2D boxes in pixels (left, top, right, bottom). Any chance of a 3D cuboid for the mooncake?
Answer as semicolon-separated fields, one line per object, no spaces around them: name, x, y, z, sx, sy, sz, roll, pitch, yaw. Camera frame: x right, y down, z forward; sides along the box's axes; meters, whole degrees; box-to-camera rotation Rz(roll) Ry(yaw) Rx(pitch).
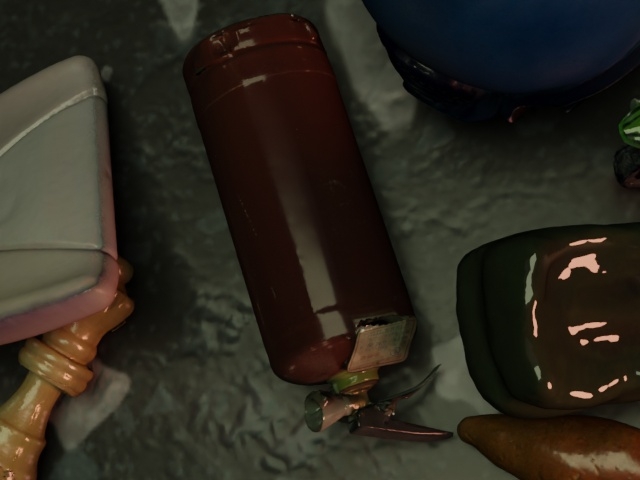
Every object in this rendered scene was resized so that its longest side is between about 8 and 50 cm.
mooncake;0.162;0.038;0.617;0.175;0.168;0.104;-12;76;25

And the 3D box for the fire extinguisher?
fire extinguisher;0.000;0.000;0.699;0.104;0.105;0.269;-20;74;7

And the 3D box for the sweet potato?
sweet potato;0.174;0.136;0.649;0.202;0.058;0.055;22;63;17

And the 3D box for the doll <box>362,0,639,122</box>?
doll;0.094;-0.225;0.658;0.310;0.240;0.284;41;127;13

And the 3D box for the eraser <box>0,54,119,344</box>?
eraser;-0.236;0.005;0.754;0.243;0.059;0.204;-25;50;17

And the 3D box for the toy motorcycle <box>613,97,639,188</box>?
toy motorcycle;0.262;-0.071;0.650;0.190;0.106;0.074;-15;74;7

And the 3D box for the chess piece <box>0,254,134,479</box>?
chess piece;-0.173;0.084;0.736;0.060;0.060;0.172;28;82;16
